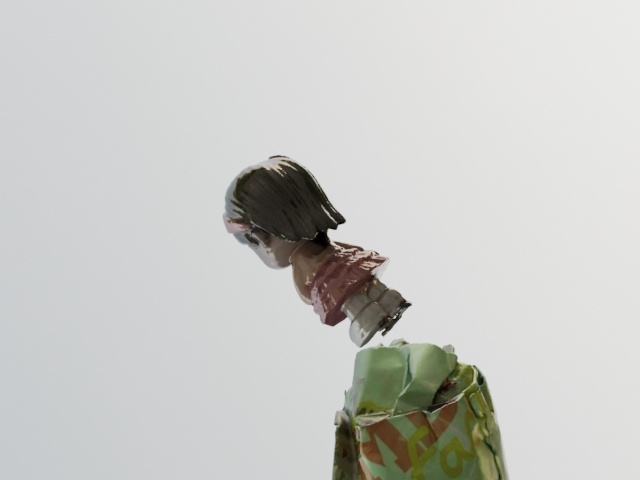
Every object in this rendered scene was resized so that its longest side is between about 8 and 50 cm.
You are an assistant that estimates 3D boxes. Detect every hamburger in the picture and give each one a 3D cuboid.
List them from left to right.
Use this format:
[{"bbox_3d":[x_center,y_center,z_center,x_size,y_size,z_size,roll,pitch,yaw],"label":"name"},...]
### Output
[{"bbox_3d":[0.069,0.176,0.751,0.125,0.235,0.214,-3,-95,-3],"label":"hamburger"}]

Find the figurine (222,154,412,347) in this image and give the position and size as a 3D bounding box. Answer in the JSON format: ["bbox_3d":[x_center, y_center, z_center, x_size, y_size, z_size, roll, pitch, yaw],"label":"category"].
[{"bbox_3d":[0.000,0.000,0.607,0.129,0.054,0.072,42,-132,16],"label":"figurine"}]
